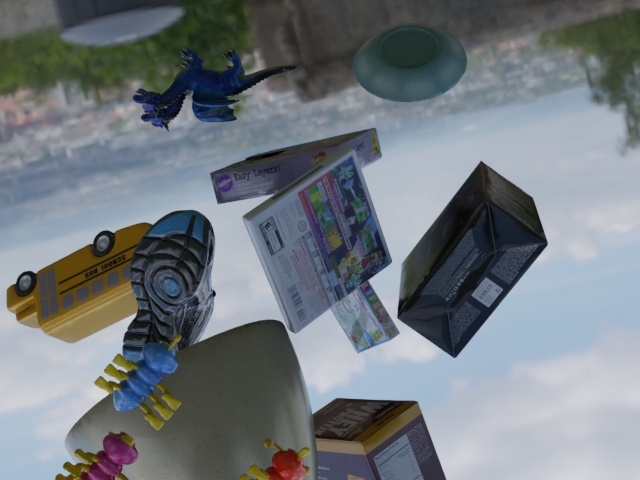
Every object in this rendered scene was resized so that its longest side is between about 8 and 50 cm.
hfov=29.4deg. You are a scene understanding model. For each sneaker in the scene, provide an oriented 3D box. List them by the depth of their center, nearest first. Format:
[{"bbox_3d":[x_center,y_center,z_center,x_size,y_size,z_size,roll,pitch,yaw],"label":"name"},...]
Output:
[{"bbox_3d":[-0.234,0.076,1.990,0.125,0.340,0.140,33,-143,15],"label":"sneaker"}]

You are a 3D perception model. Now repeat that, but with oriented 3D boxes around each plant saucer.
[{"bbox_3d":[0.150,-0.313,2.059,0.195,0.195,0.037,-14,140,-3],"label":"plant saucer"}]

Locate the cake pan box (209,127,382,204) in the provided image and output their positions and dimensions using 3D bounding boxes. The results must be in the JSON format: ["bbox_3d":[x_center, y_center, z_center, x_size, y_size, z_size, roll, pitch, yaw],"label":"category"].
[{"bbox_3d":[-0.044,-0.136,2.239,0.267,0.070,0.246,-11,-173,22],"label":"cake pan box"}]

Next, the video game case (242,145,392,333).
[{"bbox_3d":[0.000,0.000,1.652,0.183,0.201,0.023,-35,-144,-21],"label":"video game case"}]

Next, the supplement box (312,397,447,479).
[{"bbox_3d":[0.074,0.355,1.852,0.129,0.194,0.191,-29,-166,-38],"label":"supplement box"}]

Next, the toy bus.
[{"bbox_3d":[-0.395,0.081,2.147,0.333,0.130,0.108,-26,150,21],"label":"toy bus"}]

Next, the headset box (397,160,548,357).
[{"bbox_3d":[0.221,0.017,1.823,0.218,0.110,0.293,-53,-175,17],"label":"headset box"}]

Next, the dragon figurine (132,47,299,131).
[{"bbox_3d":[-0.187,-0.263,2.185,0.289,0.144,0.085,4,159,-5],"label":"dragon figurine"}]

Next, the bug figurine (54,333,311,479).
[{"bbox_3d":[-0.153,0.244,1.330,0.216,0.279,0.072,-46,-167,3],"label":"bug figurine"}]

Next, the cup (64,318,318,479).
[{"bbox_3d":[-0.132,0.290,1.600,0.331,0.237,0.331,-30,164,-9],"label":"cup"}]

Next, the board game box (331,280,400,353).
[{"bbox_3d":[0.056,0.104,1.997,0.026,0.154,0.103,-31,-179,-35],"label":"board game box"}]
